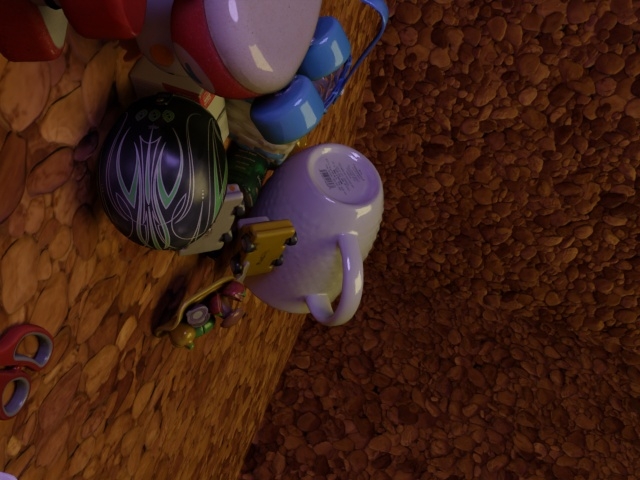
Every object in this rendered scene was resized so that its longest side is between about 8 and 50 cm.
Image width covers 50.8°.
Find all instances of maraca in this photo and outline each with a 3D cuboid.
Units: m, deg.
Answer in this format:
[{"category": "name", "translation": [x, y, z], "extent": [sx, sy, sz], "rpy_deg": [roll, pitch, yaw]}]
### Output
[{"category": "maraca", "translation": [-0.091, -0.205, 1.513], "extent": [0.127, 0.099, 0.185], "rpy_deg": [-60, -168, -28]}]

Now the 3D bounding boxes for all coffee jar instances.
[{"category": "coffee jar", "translation": [-0.136, -0.162, 1.319], "extent": [0.096, 0.079, 0.184], "rpy_deg": [90, 18, -67]}]

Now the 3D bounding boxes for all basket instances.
[{"category": "basket", "translation": [-0.076, -0.266, 0.919], "extent": [0.289, 0.255, 0.201], "rpy_deg": [-51, -168, 54]}]

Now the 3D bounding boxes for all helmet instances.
[{"category": "helmet", "translation": [-0.189, -0.074, 0.813], "extent": [0.169, 0.169, 0.161], "rpy_deg": [93, 0, -61]}]

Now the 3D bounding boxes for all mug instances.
[{"category": "mug", "translation": [0.000, 0.000, 1.422], "extent": [0.328, 0.276, 0.374], "rpy_deg": [-57, -138, 49]}]

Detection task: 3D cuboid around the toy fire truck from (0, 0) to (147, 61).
[{"category": "toy fire truck", "translation": [-0.198, -0.271, 0.394], "extent": [0.302, 0.169, 0.254], "rpy_deg": [94, -4, -64]}]

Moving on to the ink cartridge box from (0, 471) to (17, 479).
[{"category": "ink cartridge box", "translation": [-0.327, 0.244, 0.308], "extent": [0.119, 0.207, 0.353], "rpy_deg": [96, 12, -61]}]

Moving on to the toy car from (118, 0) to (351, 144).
[{"category": "toy car", "translation": [-0.129, -0.222, 0.706], "extent": [0.219, 0.238, 0.210], "rpy_deg": [55, 41, -37]}]

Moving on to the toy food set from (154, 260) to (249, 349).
[{"category": "toy food set", "translation": [-0.193, 0.131, 1.225], "extent": [0.218, 0.071, 0.128], "rpy_deg": [-34, 167, -34]}]

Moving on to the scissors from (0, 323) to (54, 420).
[{"category": "scissors", "translation": [-0.343, 0.116, 0.660], "extent": [0.297, 0.021, 0.109], "rpy_deg": [81, 30, -71]}]

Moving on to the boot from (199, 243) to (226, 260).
[{"category": "boot", "translation": [-0.198, -0.023, 1.301], "extent": [0.099, 0.045, 0.121], "rpy_deg": [73, 42, -73]}]

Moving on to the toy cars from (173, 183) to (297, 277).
[{"category": "toy cars", "translation": [-0.155, -0.027, 1.193], "extent": [0.393, 0.176, 0.087], "rpy_deg": [34, 33, -66]}]

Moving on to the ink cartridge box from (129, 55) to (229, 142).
[{"category": "ink cartridge box", "translation": [-0.180, -0.175, 0.881], "extent": [0.135, 0.099, 0.056], "rpy_deg": [92, 19, -61]}]
